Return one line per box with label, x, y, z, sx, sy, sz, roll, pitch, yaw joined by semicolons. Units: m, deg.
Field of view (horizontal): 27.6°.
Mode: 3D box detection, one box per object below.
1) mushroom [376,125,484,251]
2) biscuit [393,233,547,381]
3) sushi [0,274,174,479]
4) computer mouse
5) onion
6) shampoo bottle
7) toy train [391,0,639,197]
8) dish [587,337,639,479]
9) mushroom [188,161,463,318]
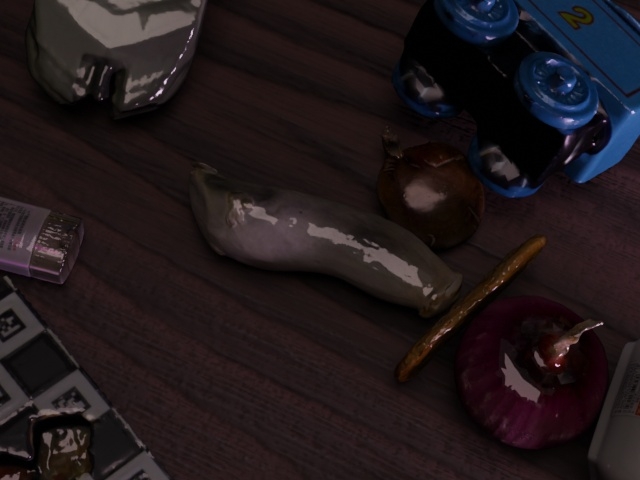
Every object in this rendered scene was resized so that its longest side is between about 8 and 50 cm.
mushroom;0.128;-0.070;1.598;0.135;0.080;0.170;-30;73;-27
biscuit;0.172;0.074;1.508;0.247;0.118;0.029;-41;79;-21
sushi;-0.380;0.264;1.410;0.343;0.064;0.359;-35;70;-23
computer mouse;-0.238;-0.356;1.678;0.228;0.145;0.428;15;76;-5
onion;0.236;0.147;1.463;0.177;0.153;0.177;-1;80;6
shampoo bottle;-0.401;-0.015;1.545;0.228;0.056;0.086;14;62;3
toy train;0.254;-0.218;1.606;0.265;0.188;0.300;-28;68;-36
dish;0.354;0.203;1.450;0.077;0.151;0.212;13;63;24
mushroom;0.002;-0.001;1.543;0.351;0.097;0.109;18;50;4
